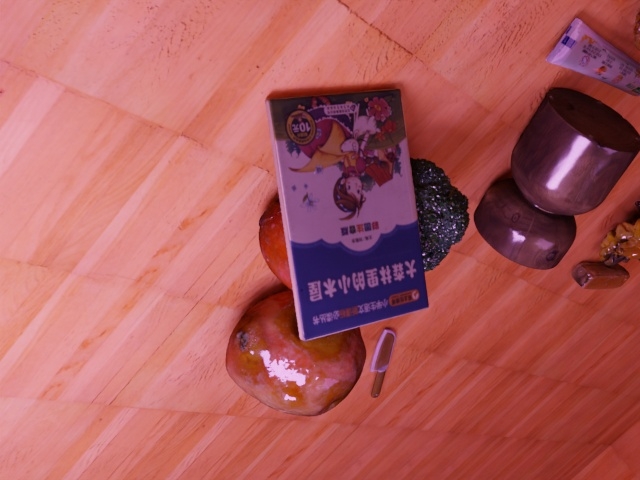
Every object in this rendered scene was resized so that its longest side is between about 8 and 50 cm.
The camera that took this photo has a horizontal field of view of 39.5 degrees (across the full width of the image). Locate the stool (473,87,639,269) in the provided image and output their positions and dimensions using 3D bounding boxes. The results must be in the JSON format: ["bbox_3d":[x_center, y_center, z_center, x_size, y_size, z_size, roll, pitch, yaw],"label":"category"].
[{"bbox_3d":[0.400,-0.104,1.523,0.179,0.179,0.264,-6,135,-38],"label":"stool"}]

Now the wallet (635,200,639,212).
[{"bbox_3d":[0.765,-0.063,1.994,0.095,0.026,0.176,-12,158,23],"label":"wallet"}]

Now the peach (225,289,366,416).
[{"bbox_3d":[-0.046,0.184,1.453,0.235,0.214,0.214,14,123,-41],"label":"peach"}]

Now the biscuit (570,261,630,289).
[{"bbox_3d":[0.659,0.081,2.096,0.188,0.056,0.052,2,134,-44],"label":"biscuit"}]

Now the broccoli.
[{"bbox_3d":[0.136,-0.041,1.383,0.195,0.195,0.156,-42,-176,8],"label":"broccoli"}]

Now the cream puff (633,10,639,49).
[{"bbox_3d":[0.572,-0.348,1.436,0.150,0.115,0.165,-24,136,-30],"label":"cream puff"}]

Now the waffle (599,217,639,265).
[{"bbox_3d":[0.774,-0.016,1.989,0.329,0.062,0.329,-9,162,-3],"label":"waffle"}]

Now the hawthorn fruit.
[{"bbox_3d":[0.000,0.000,1.294,0.172,0.173,0.173,-24,145,-18],"label":"hawthorn fruit"}]

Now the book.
[{"bbox_3d":[0.044,-0.043,1.221,0.228,0.323,0.018,-11,-176,-33],"label":"book"}]

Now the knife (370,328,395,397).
[{"bbox_3d":[0.126,0.263,1.868,0.046,0.022,0.256,-17,142,-21],"label":"knife"}]

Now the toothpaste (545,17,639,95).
[{"bbox_3d":[0.484,-0.291,1.488,0.314,0.058,0.056,11,168,-44],"label":"toothpaste"}]
